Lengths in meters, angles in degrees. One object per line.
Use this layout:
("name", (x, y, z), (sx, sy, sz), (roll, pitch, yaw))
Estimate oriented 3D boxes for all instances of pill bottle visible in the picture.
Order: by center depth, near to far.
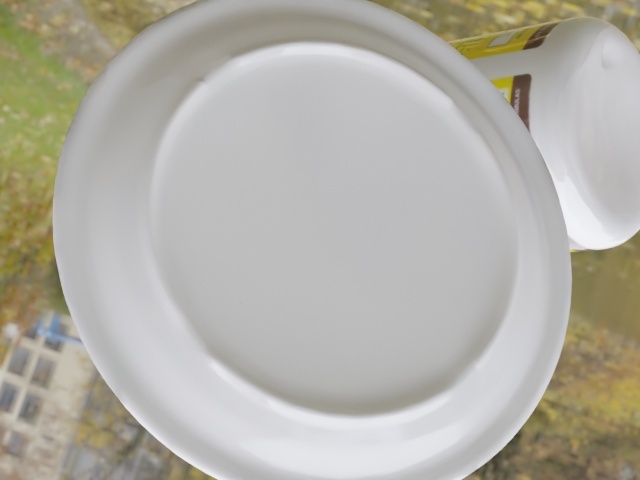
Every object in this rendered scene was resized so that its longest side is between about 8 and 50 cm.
("pill bottle", (0.064, -0.047, 0.727), (0.215, 0.117, 0.117), (-4, 162, 40))

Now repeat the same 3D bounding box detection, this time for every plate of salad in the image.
("plate of salad", (0.000, 0.000, 0.497), (0.200, 0.199, 0.048), (20, 157, -13))
